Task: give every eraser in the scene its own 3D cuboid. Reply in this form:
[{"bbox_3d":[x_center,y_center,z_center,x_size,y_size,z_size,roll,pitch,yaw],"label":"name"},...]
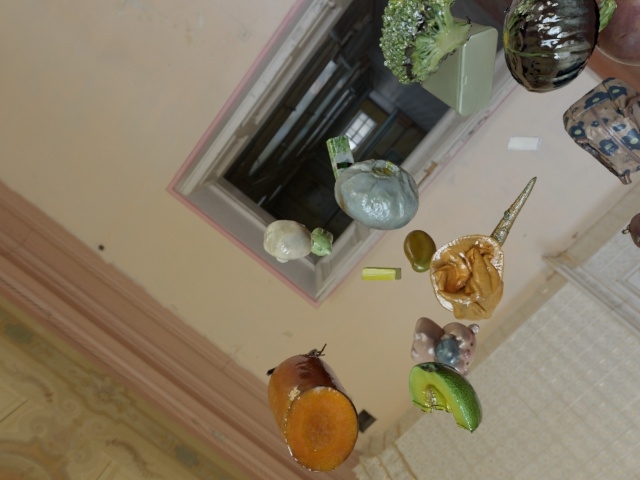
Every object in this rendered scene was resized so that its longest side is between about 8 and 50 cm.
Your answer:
[{"bbox_3d":[0.220,0.119,1.550,0.123,0.045,0.097,0,178,22],"label":"eraser"}]

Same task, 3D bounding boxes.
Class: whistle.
[{"bbox_3d":[0.000,0.000,1.739,0.105,0.085,0.227,26,-162,-6],"label":"whistle"}]

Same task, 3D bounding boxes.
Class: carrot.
[{"bbox_3d":[-0.039,0.399,1.129,0.193,0.214,0.331,-12,-166,-14],"label":"carrot"},{"bbox_3d":[0.567,-0.075,1.284,0.049,0.254,0.049,20,-157,-9],"label":"carrot"}]

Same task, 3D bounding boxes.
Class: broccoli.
[{"bbox_3d":[0.259,-0.556,1.156,0.180,0.242,0.273,37,-126,27],"label":"broccoli"}]

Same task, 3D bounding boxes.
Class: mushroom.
[{"bbox_3d":[-0.098,0.008,1.291,0.154,0.122,0.154,12,-152,-7],"label":"mushroom"}]

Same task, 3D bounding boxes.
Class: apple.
[{"bbox_3d":[0.910,-0.647,1.200,0.305,0.306,0.235,46,178,21],"label":"apple"}]

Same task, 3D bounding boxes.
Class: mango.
[{"bbox_3d":[0.421,0.047,1.827,0.227,0.136,0.099,-86,-16,-47],"label":"mango"}]

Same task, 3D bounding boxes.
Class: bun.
[{"bbox_3d":[0.235,-0.206,1.776,0.362,0.211,0.361,2,-134,-2],"label":"bun"}]

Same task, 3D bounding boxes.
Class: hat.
[{"bbox_3d":[0.416,0.133,1.154,0.233,0.244,0.233,46,-162,-9],"label":"hat"}]

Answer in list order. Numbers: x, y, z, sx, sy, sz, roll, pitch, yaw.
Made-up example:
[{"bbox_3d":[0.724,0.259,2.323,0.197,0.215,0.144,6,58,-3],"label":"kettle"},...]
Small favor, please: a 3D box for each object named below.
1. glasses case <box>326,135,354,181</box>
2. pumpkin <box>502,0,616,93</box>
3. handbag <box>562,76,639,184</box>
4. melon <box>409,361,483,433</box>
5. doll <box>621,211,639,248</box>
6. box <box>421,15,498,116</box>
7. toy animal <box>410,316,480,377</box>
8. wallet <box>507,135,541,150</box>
[{"bbox_3d":[0.109,-0.333,1.973,0.062,0.096,0.272,165,91,-74],"label":"glasses case"},{"bbox_3d":[0.635,-0.548,1.156,0.296,0.295,0.296,37,-165,-11],"label":"pumpkin"},{"bbox_3d":[0.805,-0.286,1.168,0.252,0.190,0.193,38,-136,-7],"label":"handbag"},{"bbox_3d":[0.379,0.434,1.297,0.265,0.129,0.169,-4,105,66],"label":"melon"},{"bbox_3d":[1.009,0.013,1.256,0.256,0.196,0.152,44,-165,-33],"label":"doll"},{"bbox_3d":[0.604,-0.796,1.947,0.343,0.178,0.351,-122,13,-46],"label":"box"},{"bbox_3d":[0.452,0.395,1.621,0.221,0.209,0.230,14,-175,42],"label":"toy animal"},{"bbox_3d":[0.841,-0.401,1.790,0.025,0.061,0.122,26,174,-41],"label":"wallet"}]
